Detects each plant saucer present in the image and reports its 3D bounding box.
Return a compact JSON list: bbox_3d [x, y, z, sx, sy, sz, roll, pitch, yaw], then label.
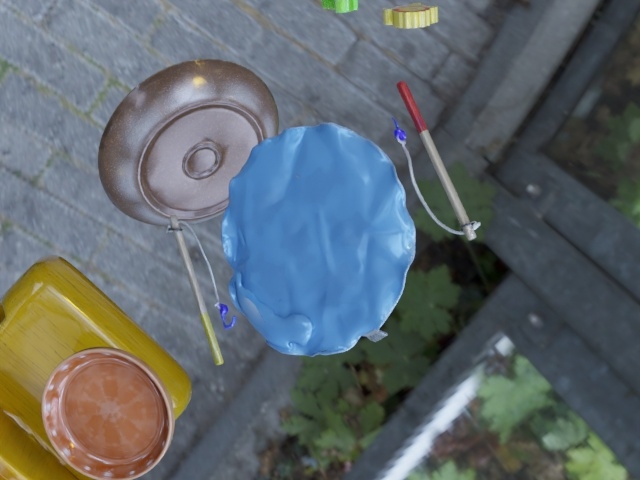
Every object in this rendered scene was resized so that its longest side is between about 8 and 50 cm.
[{"bbox_3d":[-0.126,0.103,0.798,0.084,0.013,0.083,3,103,13],"label":"plant saucer"},{"bbox_3d":[-0.125,-0.088,1.350,0.199,0.036,0.198,-18,133,-20],"label":"plant saucer"}]

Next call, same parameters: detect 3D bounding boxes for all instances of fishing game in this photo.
[{"bbox_3d":[0.000,0.000,1.061,0.264,0.189,0.041,-32,162,28],"label":"fishing game"}]

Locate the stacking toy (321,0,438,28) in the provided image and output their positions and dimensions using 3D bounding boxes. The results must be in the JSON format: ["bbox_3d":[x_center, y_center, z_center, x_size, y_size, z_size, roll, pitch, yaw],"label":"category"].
[{"bbox_3d":[0.043,-0.313,1.379,0.052,0.221,0.166,-14,111,-27],"label":"stacking toy"}]

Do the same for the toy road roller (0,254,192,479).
[{"bbox_3d":[-0.209,0.126,0.957,0.240,0.329,0.202,-44,97,7],"label":"toy road roller"}]
